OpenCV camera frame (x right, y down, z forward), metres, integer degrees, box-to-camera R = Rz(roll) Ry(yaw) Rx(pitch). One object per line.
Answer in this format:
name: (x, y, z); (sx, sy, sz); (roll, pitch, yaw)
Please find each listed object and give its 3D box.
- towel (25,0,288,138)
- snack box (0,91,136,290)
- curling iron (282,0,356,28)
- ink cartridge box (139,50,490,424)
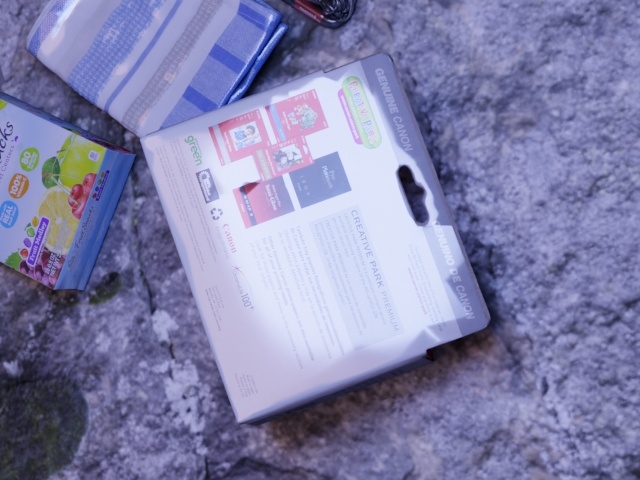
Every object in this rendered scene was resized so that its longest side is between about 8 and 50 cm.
towel: (-0.190, -0.232, 1.825); (0.285, 0.034, 0.209); (38, 97, 27)
snack box: (-0.337, -0.060, 1.883); (0.207, 0.070, 0.174); (24, 97, 26)
curling iron: (-0.069, -0.311, 1.796); (0.274, 0.035, 0.068); (30, 95, 22)
ink cartridge box: (0.000, 0.000, 1.670); (0.272, 0.130, 0.309); (-20, 81, 4)
